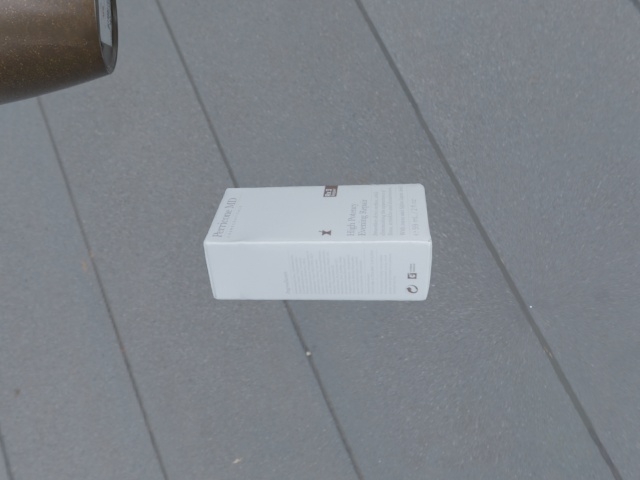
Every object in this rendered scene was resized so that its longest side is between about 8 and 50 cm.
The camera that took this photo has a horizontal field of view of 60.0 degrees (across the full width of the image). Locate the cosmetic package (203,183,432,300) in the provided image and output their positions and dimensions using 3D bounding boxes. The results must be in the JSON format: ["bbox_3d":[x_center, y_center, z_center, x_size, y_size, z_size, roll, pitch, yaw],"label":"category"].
[{"bbox_3d":[0.000,0.000,0.611,0.231,0.117,0.085,0,125,5],"label":"cosmetic package"}]

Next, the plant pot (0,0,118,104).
[{"bbox_3d":[-0.312,-0.211,0.499,0.230,0.215,0.215,-1,82,-11],"label":"plant pot"}]
